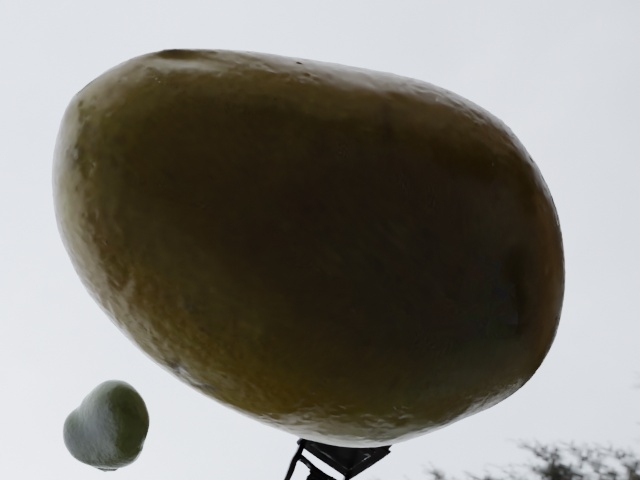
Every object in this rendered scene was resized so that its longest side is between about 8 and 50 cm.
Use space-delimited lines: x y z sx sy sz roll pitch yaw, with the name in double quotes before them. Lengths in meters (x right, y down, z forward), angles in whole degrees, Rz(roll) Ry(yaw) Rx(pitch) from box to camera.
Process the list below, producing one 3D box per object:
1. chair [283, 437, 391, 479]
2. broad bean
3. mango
"chair" 0.022 0.304 1.448 0.106 0.113 0.229 35 -138 -10
"broad bean" -0.316 0.279 1.537 0.082 0.174 0.124 -27 -95 -43
"mango" 0.000 0.000 0.682 0.365 0.182 0.253 24 -89 -30
